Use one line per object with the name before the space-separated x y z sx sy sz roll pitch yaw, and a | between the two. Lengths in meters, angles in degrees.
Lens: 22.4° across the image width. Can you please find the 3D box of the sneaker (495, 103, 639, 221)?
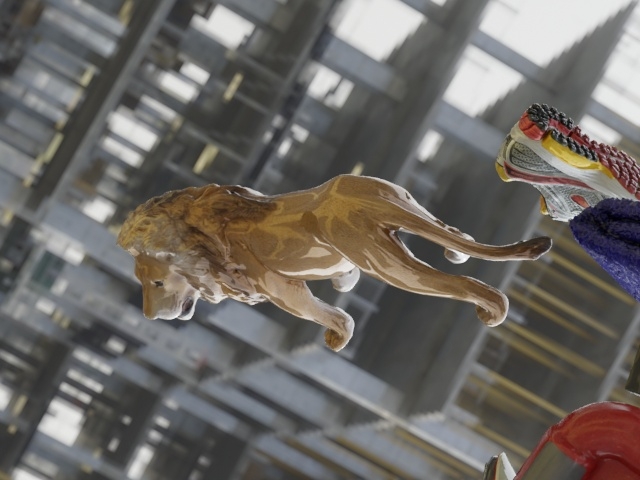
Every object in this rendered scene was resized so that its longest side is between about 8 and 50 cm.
sneaker | 0.287 -0.060 1.761 0.093 0.225 0.088 -48 -159 29

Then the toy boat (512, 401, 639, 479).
toy boat | 0.232 0.221 1.101 0.151 0.231 0.151 -58 169 12

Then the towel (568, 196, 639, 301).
towel | 0.364 0.088 1.381 0.076 0.308 0.227 -52 -158 -10

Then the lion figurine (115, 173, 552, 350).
lion figurine | 0.000 0.000 1.528 0.392 0.240 0.142 -21 -135 42

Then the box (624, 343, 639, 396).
box | 0.287 0.104 1.304 0.083 0.052 0.062 25 84 -64

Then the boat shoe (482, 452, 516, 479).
boat shoe | 0.128 0.215 1.218 0.043 0.049 0.137 -24 -148 24
